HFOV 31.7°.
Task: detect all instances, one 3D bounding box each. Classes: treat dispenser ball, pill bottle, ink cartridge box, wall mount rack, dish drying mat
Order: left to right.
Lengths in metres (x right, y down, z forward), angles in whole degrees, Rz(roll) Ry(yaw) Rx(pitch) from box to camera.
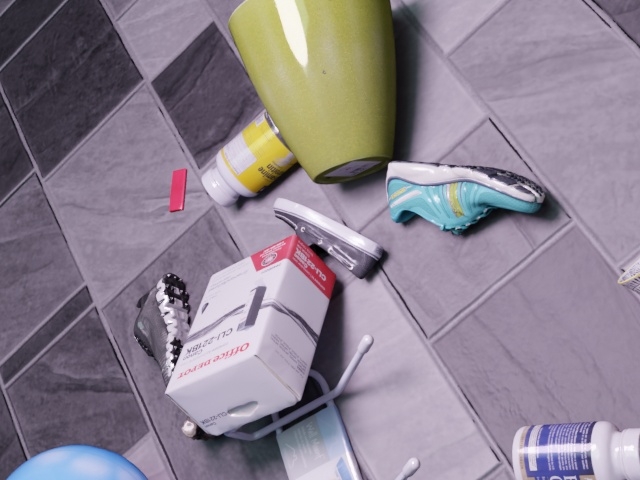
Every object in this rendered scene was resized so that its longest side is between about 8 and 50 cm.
[{"bbox_3d":[-0.394,0.474,1.813,0.288,0.288,0.288,-13,66,30],"label":"treat dispenser ball"},{"bbox_3d":[-0.268,-0.094,2.122,0.032,0.008,0.083,-10,66,30],"label":"dish drying mat"},{"bbox_3d":[-0.105,0.147,1.767,0.197,0.114,0.272,-26,31,33],"label":"ink cartridge box"},{"bbox_3d":[-0.117,-0.141,1.977,0.184,0.103,0.103,-38,55,17],"label":"pill bottle"},{"bbox_3d":[0.015,0.316,1.696,0.304,0.130,0.350,-33,58,20],"label":"wall mount rack"},{"bbox_3d":[0.350,0.289,1.500,0.169,0.094,0.094,-10,67,31],"label":"pill bottle"}]

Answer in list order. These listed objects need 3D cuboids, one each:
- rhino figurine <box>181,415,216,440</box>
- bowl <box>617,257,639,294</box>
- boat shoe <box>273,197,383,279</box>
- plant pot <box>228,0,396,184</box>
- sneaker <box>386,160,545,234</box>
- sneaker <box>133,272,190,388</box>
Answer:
[{"bbox_3d":[-0.188,0.219,1.892,0.073,0.106,0.243,2,69,4],"label":"rhino figurine"},{"bbox_3d":[0.486,0.034,1.489,0.170,0.170,0.080,-40,85,15],"label":"bowl"},{"bbox_3d":[0.000,0.000,1.866,0.229,0.080,0.076,27,87,30],"label":"boat shoe"},{"bbox_3d":[0.017,-0.252,1.855,0.275,0.275,0.293,-21,78,26],"label":"plant pot"},{"bbox_3d":[0.221,-0.063,1.740,0.275,0.107,0.109,7,96,41],"label":"sneaker"},{"bbox_3d":[-0.276,0.178,1.983,0.106,0.078,0.234,-30,54,25],"label":"sneaker"}]
